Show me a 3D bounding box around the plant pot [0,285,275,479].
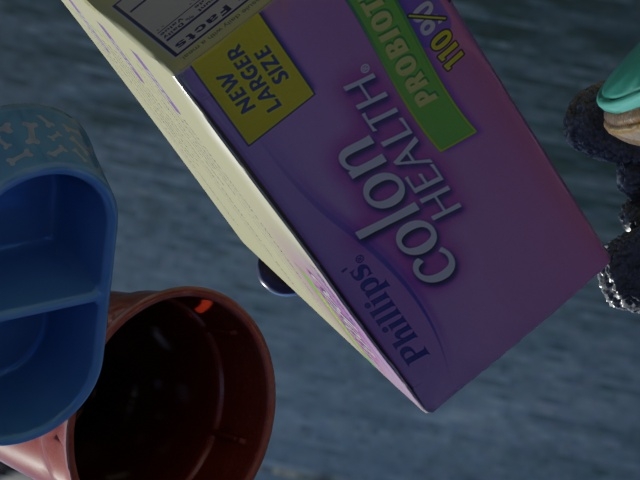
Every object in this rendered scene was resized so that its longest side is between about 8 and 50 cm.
[{"bbox_3d":[-0.236,0.161,2.038,0.265,0.272,0.272,12,173,45],"label":"plant pot"}]

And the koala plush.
[{"bbox_3d":[0.334,-0.055,1.637,0.203,0.196,0.221,-12,-179,18],"label":"koala plush"}]

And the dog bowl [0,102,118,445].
[{"bbox_3d":[-0.243,0.038,1.532,0.166,0.297,0.074,-12,-143,-31],"label":"dog bowl"}]

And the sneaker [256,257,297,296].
[{"bbox_3d":[0.000,0.000,1.354,0.053,0.144,0.059,34,136,8],"label":"sneaker"}]

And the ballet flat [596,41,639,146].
[{"bbox_3d":[0.245,-0.101,0.901,0.124,0.116,0.342,37,153,-1],"label":"ballet flat"}]

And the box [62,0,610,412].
[{"bbox_3d":[-0.007,-0.068,0.937,0.213,0.117,0.243,54,174,-29],"label":"box"}]
